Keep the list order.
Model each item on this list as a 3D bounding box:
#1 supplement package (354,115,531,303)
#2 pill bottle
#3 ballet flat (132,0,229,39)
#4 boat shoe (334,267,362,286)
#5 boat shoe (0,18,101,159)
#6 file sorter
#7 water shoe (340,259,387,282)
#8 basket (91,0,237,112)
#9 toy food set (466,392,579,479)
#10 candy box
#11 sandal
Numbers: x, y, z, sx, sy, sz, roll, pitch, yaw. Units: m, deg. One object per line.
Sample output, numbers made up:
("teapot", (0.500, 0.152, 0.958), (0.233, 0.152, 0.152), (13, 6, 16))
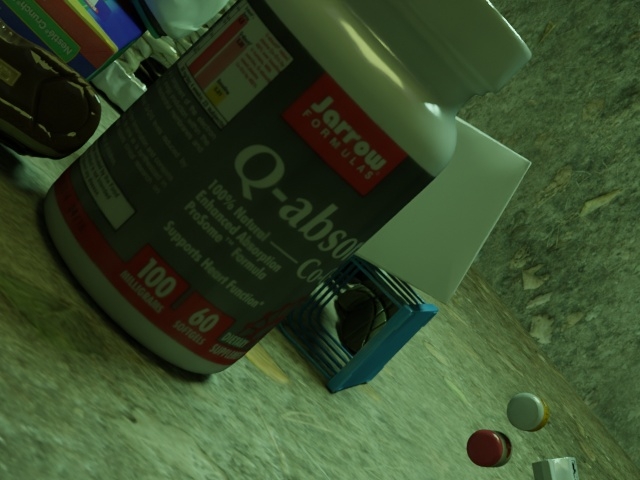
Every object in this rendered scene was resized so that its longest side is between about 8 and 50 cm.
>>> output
("supplement package", (0.094, -0.066, 1.392), (0.175, 0.177, 0.293), (30, 6, -5))
("pill bottle", (-0.026, -0.083, 0.987), (0.210, 0.363, 0.210), (45, 10, -10))
("ballet flat", (-0.189, -0.363, 1.186), (0.139, 0.139, 0.400), (56, -1, 44))
("boat shoe", (-0.007, -0.031, 1.755), (0.228, 0.080, 0.076), (57, 9, 10))
("boat shoe", (-0.296, -0.154, 0.990), (0.257, 0.095, 0.095), (45, -25, -12))
("file sorter", (0.041, 0.083, 1.358), (0.104, 0.118, 0.170), (46, 9, 13))
("water shoe", (0.000, 0.000, 1.667), (0.203, 0.080, 0.073), (46, -28, 7))
("basket", (-0.136, -0.268, 1.572), (0.328, 0.266, 0.331), (45, 11, -16))
("toy food set", (0.203, 0.272, 1.265), (0.104, 0.111, 0.232), (25, 55, -66))
("candy box", (-0.308, -0.260, 1.200), (0.268, 0.122, 0.317), (47, 10, -12))
("sandal", (0.068, 0.106, 1.550), (0.219, 0.090, 0.060), (-124, -169, -74))
